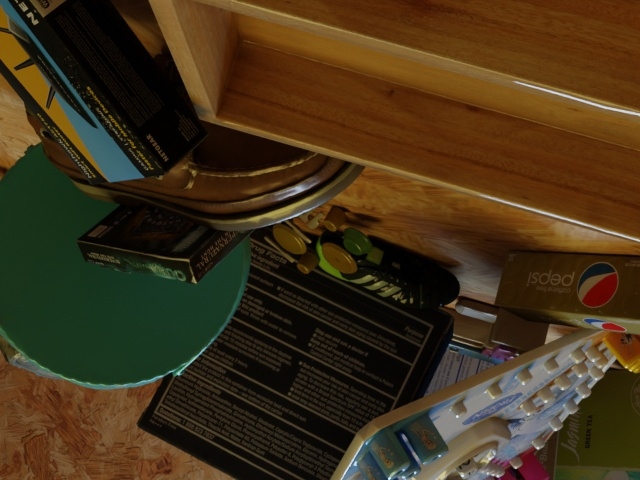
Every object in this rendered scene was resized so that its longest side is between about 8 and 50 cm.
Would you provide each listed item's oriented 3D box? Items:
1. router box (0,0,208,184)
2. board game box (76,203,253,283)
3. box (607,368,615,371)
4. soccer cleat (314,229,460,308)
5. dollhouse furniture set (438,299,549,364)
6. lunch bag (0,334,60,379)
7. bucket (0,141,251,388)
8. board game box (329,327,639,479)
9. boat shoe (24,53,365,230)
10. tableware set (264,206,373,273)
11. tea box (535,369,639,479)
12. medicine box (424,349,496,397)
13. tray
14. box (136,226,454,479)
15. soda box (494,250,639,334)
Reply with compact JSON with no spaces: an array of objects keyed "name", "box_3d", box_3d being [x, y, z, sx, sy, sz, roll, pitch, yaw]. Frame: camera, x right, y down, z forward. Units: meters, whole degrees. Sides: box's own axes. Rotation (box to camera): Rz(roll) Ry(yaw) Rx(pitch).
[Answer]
[{"name":"router box","box_3d":[-0.165,-0.119,0.651,0.179,0.046,0.133,54,154,-20]},{"name":"board game box","box_3d":[-0.095,-0.034,0.846,0.126,0.186,0.026,9,129,35]},{"name":"box","box_3d":[0.514,0.257,1.627,0.159,0.044,0.233,10,167,29]},{"name":"soccer cleat","box_3d":[0.077,0.034,1.188,0.179,0.060,0.072,17,161,9]},{"name":"dollhouse furniture set","box_3d":[0.171,0.250,1.449,0.198,0.303,0.286,15,168,5]},{"name":"lunch bag","box_3d":[-0.408,0.052,1.563,0.256,0.212,0.305,57,177,12]},{"name":"bucket","box_3d":[-0.205,0.017,0.993,0.281,0.281,0.183,20,172,-14]},{"name":"board game box","box_3d":[0.159,0.248,1.101,0.390,0.050,0.390,-18,148,-30]},{"name":"boat shoe","box_3d":[-0.110,-0.082,0.775,0.307,0.111,0.104,0,145,34]},{"name":"tableware set","box_3d":[0.000,0.000,1.138,0.104,0.024,0.154,41,153,-3]},{"name":"tea box","box_3d":[0.502,0.322,1.369,0.323,0.220,0.329,-9,151,40]},{"name":"medicine box","box_3d":[0.129,0.267,1.686,0.289,0.263,0.149,20,169,-12]},{"name":"tray","box_3d":[0.124,-0.076,0.554,0.411,0.076,0.203,15,168,5]},{"name":"box","box_3d":[-0.020,0.175,1.298,0.296,0.294,0.183,26,173,12]},{"name":"soda box","box_3d":[0.258,0.051,0.980,0.058,0.061,0.181,25,167,-35]}]
